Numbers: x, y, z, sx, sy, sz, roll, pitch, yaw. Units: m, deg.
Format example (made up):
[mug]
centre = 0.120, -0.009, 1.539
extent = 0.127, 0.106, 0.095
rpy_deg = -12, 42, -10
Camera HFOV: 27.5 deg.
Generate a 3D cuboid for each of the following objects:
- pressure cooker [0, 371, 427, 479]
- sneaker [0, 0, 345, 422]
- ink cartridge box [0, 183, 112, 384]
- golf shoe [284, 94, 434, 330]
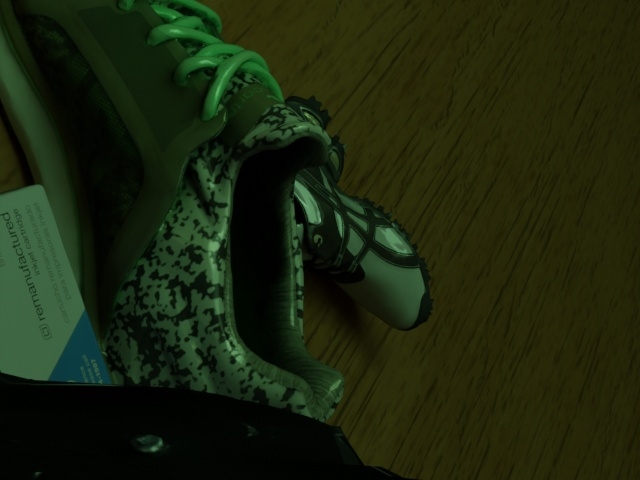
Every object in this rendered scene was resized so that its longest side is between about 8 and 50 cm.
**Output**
[pressure cooker]
centre = -0.111, 0.272, 0.316
extent = 0.370, 0.375, 0.420
rpy_deg = -10, 108, -48
[sneaker]
centre = -0.066, -0.063, 0.715
extent = 0.158, 0.182, 0.410
rpy_deg = -1, 78, -55
[ink cartridge box]
centre = -0.191, 0.067, 0.579
extent = 0.191, 0.082, 0.139
rpy_deg = -26, 99, -57
[golf shoe]
centre = 0.000, 0.000, 0.895
extent = 0.198, 0.077, 0.094
rpy_deg = 53, 50, -18
